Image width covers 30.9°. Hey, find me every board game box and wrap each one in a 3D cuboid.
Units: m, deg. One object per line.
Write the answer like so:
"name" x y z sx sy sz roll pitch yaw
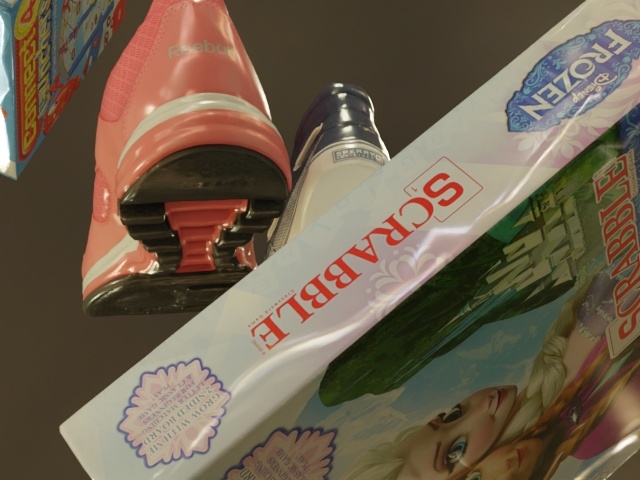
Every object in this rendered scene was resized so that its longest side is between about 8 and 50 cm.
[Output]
"board game box" -0.321 -0.278 1.339 0.308 0.086 0.302 111 -178 -57
"board game box" 0.075 0.079 0.600 0.318 0.066 0.318 -39 -37 -8

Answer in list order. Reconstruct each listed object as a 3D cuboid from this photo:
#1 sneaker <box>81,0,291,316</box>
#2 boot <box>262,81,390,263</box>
"sneaker" -0.087 -0.043 0.727 0.116 0.314 0.136 -1 -111 -18
"boot" 0.000 0.000 0.708 0.069 0.086 0.190 12 -51 -14
